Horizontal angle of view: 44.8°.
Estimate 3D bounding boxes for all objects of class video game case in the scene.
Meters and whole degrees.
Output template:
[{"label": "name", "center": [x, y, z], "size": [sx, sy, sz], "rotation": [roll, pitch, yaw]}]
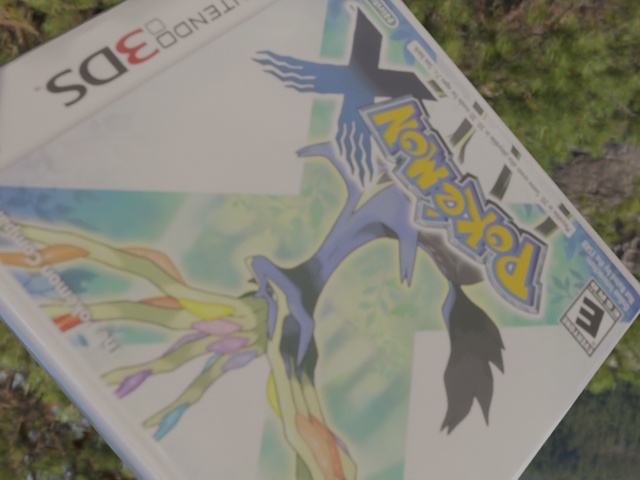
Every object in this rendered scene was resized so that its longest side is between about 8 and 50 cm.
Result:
[{"label": "video game case", "center": [0.000, 0.000, 0.420], "size": [0.329, 0.300, 0.036], "rotation": [50, 150, -2]}]
